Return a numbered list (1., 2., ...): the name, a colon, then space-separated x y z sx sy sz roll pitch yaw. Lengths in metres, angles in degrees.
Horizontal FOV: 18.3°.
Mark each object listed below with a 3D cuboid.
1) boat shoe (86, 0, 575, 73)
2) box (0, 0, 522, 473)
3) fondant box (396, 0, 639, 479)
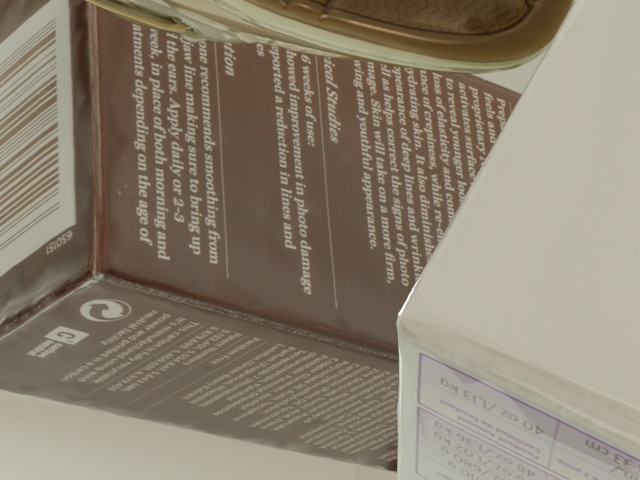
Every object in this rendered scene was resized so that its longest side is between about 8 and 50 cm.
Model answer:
1. boat shoe: -0.049 -0.126 0.731 0.302 0.109 0.098 19 -19 11
2. box: 0.000 0.000 1.034 0.381 0.191 0.143 16 -33 -36
3. fondant box: 0.115 0.020 0.621 0.096 0.238 0.330 24 -24 15
